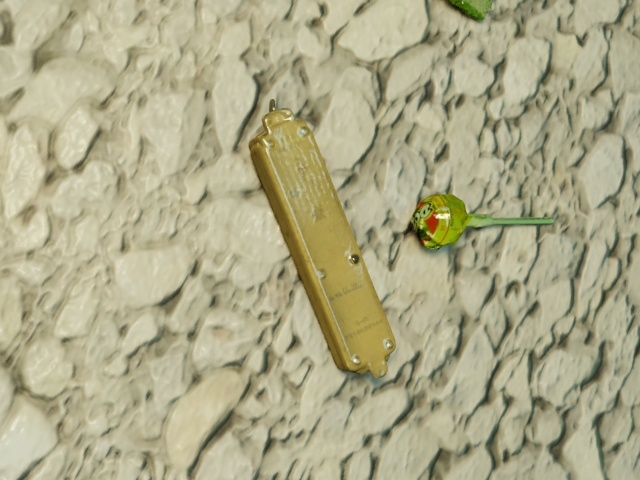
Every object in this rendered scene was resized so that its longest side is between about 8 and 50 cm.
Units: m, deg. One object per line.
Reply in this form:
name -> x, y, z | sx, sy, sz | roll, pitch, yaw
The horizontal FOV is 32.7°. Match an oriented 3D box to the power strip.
power strip -> 0.000, 0.000, 1.124 | 0.064, 0.044, 0.305 | -24, 94, -23

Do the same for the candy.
candy -> 0.185, -0.021, 1.207 | 0.194, 0.062, 0.058 | 0, 39, -32

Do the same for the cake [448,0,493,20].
cake -> 0.126, -0.342, 1.192 | 0.235, 0.099, 0.100 | 32, 74, -17
